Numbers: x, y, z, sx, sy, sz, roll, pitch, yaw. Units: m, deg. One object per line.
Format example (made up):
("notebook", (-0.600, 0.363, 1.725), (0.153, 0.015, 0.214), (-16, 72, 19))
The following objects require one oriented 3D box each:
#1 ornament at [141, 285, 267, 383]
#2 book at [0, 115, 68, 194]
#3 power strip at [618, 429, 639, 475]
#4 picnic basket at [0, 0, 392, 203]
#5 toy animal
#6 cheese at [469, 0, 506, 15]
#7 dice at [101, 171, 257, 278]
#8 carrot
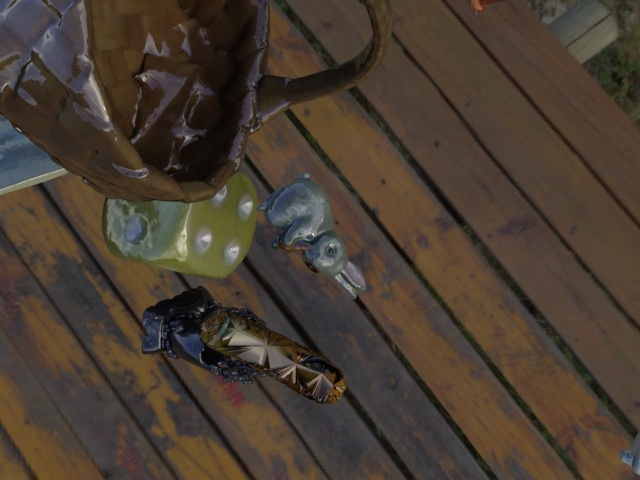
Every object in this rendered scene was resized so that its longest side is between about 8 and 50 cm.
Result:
("ornament", (-0.196, 0.194, 1.448), (0.260, 0.251, 0.106), (16, 108, 19))
("book", (-0.628, -0.186, 1.382), (0.215, 0.025, 0.282), (-24, 55, -24))
("power strip", (0.655, 0.405, 1.155), (0.338, 0.098, 0.058), (25, 102, 17))
("picnic basket", (-0.092, -0.200, 0.640), (0.337, 0.293, 0.337), (-10, 63, 20))
("toy animal", (-0.006, -0.003, 1.270), (0.138, 0.108, 0.236), (-45, 78, 11))
("cheese", (0.195, -0.358, 0.699), (0.129, 0.329, 0.217), (22, 68, 12))
("dice", (-0.284, -0.052, 1.487), (0.227, 0.238, 0.233), (12, 89, 32))
("carrot", (-0.062, 0.164, 1.008), (0.229, 0.069, 0.069), (33, 87, -27))
